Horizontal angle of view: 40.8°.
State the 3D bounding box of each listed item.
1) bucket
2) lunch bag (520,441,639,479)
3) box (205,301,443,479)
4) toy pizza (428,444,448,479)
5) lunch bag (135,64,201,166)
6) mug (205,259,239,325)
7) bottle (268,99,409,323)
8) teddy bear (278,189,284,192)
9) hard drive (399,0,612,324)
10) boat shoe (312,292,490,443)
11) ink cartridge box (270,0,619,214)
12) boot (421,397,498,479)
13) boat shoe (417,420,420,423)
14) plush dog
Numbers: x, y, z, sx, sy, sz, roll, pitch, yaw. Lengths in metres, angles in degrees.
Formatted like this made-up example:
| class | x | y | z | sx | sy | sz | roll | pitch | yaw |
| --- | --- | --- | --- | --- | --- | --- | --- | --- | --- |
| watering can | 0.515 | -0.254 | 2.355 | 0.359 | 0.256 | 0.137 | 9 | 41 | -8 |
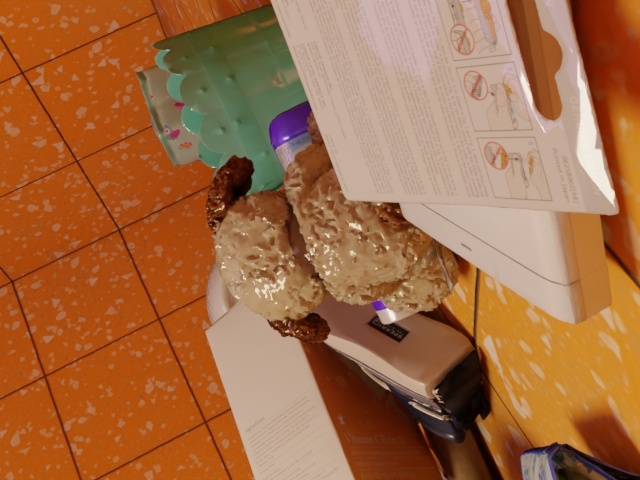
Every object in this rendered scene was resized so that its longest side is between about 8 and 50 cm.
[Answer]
| class | x | y | z | sx | sy | sz | roll | pitch | yaw |
| --- | --- | --- | --- | --- | --- | --- | --- | --- | --- |
| bucket | -0.110 | -0.200 | 1.273 | 0.281 | 0.183 | 0.281 | 62 | 172 | 15 |
| lunch bag | 0.242 | 0.247 | 0.766 | 0.151 | 0.096 | 0.129 | 52 | 170 | 13 |
| box | 0.002 | 0.247 | 1.290 | 0.215 | 0.168 | 0.345 | 15 | -137 | -48 |
| toy pizza | 0.249 | 0.485 | 1.724 | 0.201 | 0.032 | 0.201 | 62 | 173 | 13 |
| lunch bag | -0.192 | -0.232 | 1.550 | 0.262 | 0.223 | 0.160 | 88 | 160 | -76 |
| mug | -0.072 | 0.156 | 1.654 | 0.328 | 0.276 | 0.374 | 72 | -178 | -80 |
| bottle | 0.043 | -0.038 | 1.040 | 0.283 | 0.118 | 0.092 | 65 | 172 | -2 |
| teddy bear | -0.124 | 0.000 | 1.967 | 0.113 | 0.245 | 0.338 | 12 | 152 | 18 |
| hard drive | 0.085 | -0.137 | 0.582 | 0.233 | 0.047 | 0.353 | 41 | 153 | 57 |
| boat shoe | 0.087 | 0.151 | 1.184 | 0.340 | 0.127 | 0.158 | 35 | 157 | 46 |
| ink cartridge box | 0.072 | -0.112 | 0.521 | 0.232 | 0.066 | 0.189 | 3 | 121 | 49 |
| boot | 0.218 | 0.340 | 1.254 | 0.270 | 0.089 | 0.236 | 65 | 172 | -5 |
| boat shoe | 0.134 | 0.226 | 1.506 | 0.228 | 0.079 | 0.081 | 64 | -177 | 36 |
| plush dog | 0.000 | 0.000 | 0.886 | 0.263 | 0.225 | 0.210 | 64 | -166 | -9 |
